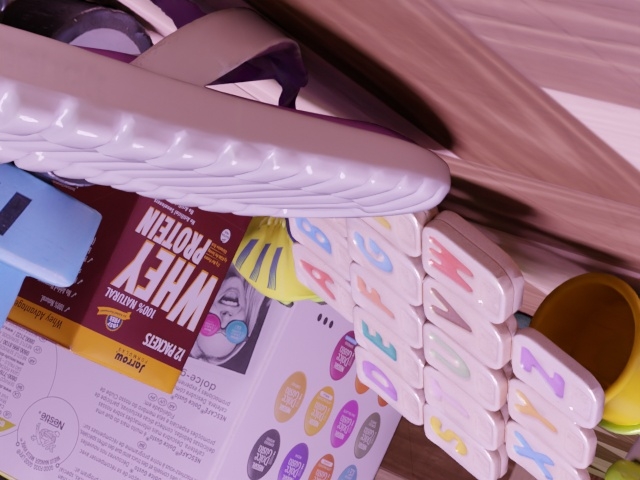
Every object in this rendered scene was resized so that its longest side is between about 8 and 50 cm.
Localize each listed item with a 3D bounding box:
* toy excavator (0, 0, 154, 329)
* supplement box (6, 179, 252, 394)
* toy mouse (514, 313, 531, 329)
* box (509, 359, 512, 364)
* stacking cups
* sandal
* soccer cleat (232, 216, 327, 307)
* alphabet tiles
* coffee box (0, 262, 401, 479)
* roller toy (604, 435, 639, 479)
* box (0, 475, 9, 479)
[{"bbox_3d":[-0.274,0.044,1.044,0.222,0.445,0.433,21,173,36],"label":"toy excavator"},{"bbox_3d":[-0.182,-0.008,1.423,0.191,0.194,0.129,20,173,39],"label":"supplement box"},{"bbox_3d":[0.204,0.095,1.546,0.161,0.031,0.143,21,173,27],"label":"toy mouse"},{"bbox_3d":[0.236,0.127,1.747,0.164,0.021,0.201,25,174,-5],"label":"box"},{"bbox_3d":[0.275,0.111,1.226,0.316,0.096,0.096,23,176,-41],"label":"stacking cups"},{"bbox_3d":[-0.077,-0.081,0.863,0.169,0.102,0.416,0,172,41],"label":"sandal"},{"bbox_3d":[0.001,-0.001,1.381,0.121,0.093,0.289,54,163,-26],"label":"soccer cleat"},{"bbox_3d":[0.073,0.060,1.166,0.278,0.021,0.284,40,157,25],"label":"alphabet tiles"},{"bbox_3d":[-0.134,0.129,1.745,0.338,0.334,0.337,21,173,28],"label":"coffee box"},{"bbox_3d":[0.362,0.232,1.558,0.191,0.146,0.209,32,-178,19],"label":"roller toy"},{"bbox_3d":[-0.227,0.324,1.830,0.242,0.077,0.307,21,172,44],"label":"box"}]
